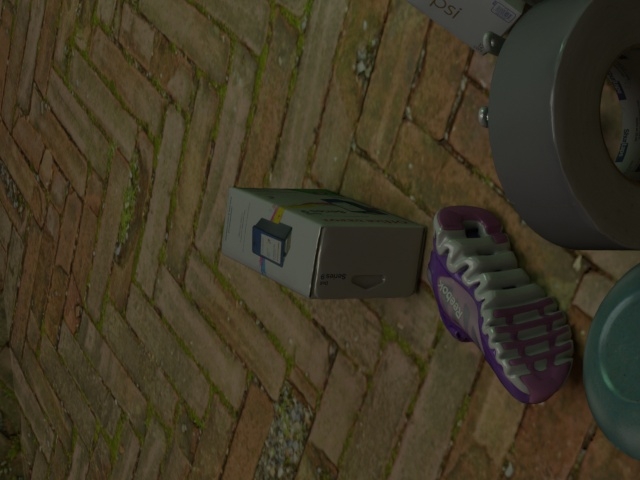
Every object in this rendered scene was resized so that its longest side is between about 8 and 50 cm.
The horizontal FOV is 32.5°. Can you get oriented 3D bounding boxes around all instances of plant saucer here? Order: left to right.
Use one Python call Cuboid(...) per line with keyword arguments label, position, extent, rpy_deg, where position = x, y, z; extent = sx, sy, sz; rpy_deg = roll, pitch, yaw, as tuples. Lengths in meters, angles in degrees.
Cuboid(label="plant saucer", position=(0.293, 0.096, 0.954), extent=(0.195, 0.037, 0.195), rpy_deg=(-29, 53, 46))

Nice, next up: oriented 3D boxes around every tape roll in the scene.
Cuboid(label="tape roll", position=(0.241, -0.100, 0.907), extent=(0.072, 0.219, 0.219), rpy_deg=(0, 91, 54))

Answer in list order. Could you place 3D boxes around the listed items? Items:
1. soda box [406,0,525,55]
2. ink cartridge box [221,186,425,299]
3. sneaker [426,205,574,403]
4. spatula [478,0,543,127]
Cuboid(label="soda box", position=(0.106, -0.286, 1.107), extent=(0.069, 0.216, 0.074), rpy_deg=(-46, 14, 46))
Cuboid(label="ink cartridge box", position=(0.000, 0.000, 1.321), extent=(0.212, 0.154, 0.093), rpy_deg=(27, 112, 53))
Cuboid(label="sneaker", position=(0.175, 0.077, 1.136), extent=(0.236, 0.095, 0.104), rpy_deg=(66, 147, 37))
Cuboid(label="spatula", position=(0.193, -0.154, 0.972), extent=(0.019, 0.242, 0.168), rpy_deg=(1, 90, 31))
